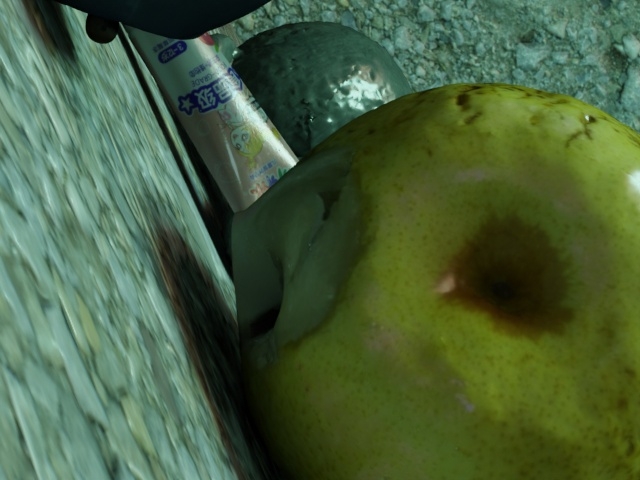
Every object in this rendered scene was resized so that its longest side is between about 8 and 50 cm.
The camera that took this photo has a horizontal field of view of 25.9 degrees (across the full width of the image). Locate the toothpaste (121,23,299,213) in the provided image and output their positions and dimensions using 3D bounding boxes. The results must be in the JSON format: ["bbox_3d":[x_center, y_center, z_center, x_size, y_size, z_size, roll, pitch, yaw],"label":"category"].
[{"bbox_3d":[-0.068,-0.085,0.893,0.194,0.067,0.043,56,-30,-5],"label":"toothpaste"}]

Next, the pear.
[{"bbox_3d":[0.081,0.050,0.734,0.271,0.271,0.271,-24,90,-88],"label":"pear"}]

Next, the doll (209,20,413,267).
[{"bbox_3d":[-0.006,0.000,1.009,0.246,0.158,0.340,5,73,-52],"label":"doll"}]

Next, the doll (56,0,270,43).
[{"bbox_3d":[-0.073,-0.214,0.688,0.154,0.228,0.258,127,-29,-46],"label":"doll"}]
